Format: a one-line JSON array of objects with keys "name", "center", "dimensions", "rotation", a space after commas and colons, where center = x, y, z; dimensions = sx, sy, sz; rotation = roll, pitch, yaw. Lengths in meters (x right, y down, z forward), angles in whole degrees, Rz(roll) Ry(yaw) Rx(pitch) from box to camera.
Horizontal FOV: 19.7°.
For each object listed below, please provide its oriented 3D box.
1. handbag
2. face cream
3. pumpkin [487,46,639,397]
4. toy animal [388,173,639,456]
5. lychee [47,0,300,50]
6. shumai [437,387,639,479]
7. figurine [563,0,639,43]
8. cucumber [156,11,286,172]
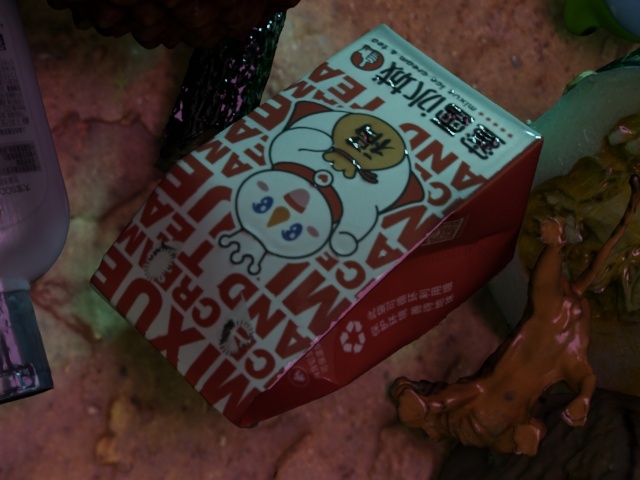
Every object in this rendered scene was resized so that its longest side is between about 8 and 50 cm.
[{"name": "handbag", "center": [0.000, 0.000, 1.274], "dimensions": [0.171, 0.151, 0.298], "rotation": [38, 55, 23]}, {"name": "face cream", "center": [-0.237, -0.035, 1.232], "dimensions": [0.144, 0.071, 0.291], "rotation": [-14, 83, -29]}, {"name": "pumpkin", "center": [0.283, -0.029, 1.391], "dimensions": [0.263, 0.293, 0.197], "rotation": [47, 46, 2]}, {"name": "toy animal", "center": [0.161, 0.064, 1.319], "dimensions": [0.114, 0.116, 0.255], "rotation": [40, 103, 2]}, {"name": "lychee", "center": [-0.095, -0.292, 1.245], "dimensions": [0.306, 0.306, 0.330], "rotation": [1, 81, -28]}, {"name": "shumai", "center": [0.206, 0.251, 1.363], "dimensions": [0.218, 0.189, 0.256], "rotation": [40, 45, -34]}, {"name": "figurine", "center": [0.293, -0.273, 1.490], "dimensions": [0.162, 0.263, 0.143], "rotation": [-6, 42, -39]}, {"name": "cucumber", "center": [-0.057, -0.160, 1.365], "dimensions": [0.067, 0.067, 0.245], "rotation": [23, 69, -21]}]
